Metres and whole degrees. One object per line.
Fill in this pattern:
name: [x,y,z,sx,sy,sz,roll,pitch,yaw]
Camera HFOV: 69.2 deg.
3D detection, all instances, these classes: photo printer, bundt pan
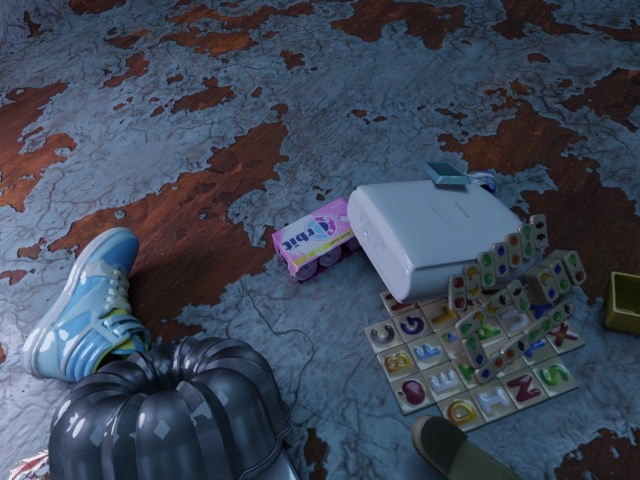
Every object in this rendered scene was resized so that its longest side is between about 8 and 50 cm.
photo printer: [0.236,-0.013,0.871,0.307,0.107,0.256,-6,42,-20]
bundt pan: [-0.209,0.231,0.648,0.331,0.124,0.331,-8,9,1]

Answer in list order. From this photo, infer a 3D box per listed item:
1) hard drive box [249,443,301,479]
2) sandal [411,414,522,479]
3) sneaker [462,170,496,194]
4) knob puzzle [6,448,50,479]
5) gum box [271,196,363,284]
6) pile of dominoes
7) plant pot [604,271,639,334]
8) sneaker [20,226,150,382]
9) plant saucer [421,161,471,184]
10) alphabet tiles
hard drive box: [-0.092,0.403,0.636,0.181,0.089,0.232,-27,52,-14]
sandal: [0.208,0.336,0.654,0.240,0.079,0.088,47,65,-2]
sneaker: [0.323,-0.119,1.025,0.135,0.052,0.058,-7,55,2]
knob puzzle: [-0.425,0.404,0.718,0.213,0.030,0.213,-4,51,5]
gum box: [0.000,0.000,0.964,0.188,0.062,0.107,-29,54,-16]
pile of dominoes: [0.328,0.092,0.762,0.251,0.196,0.040,-31,12,-18]
plant pot: [0.525,0.115,0.788,0.081,0.083,0.081,11,54,16]
sneaker: [-0.381,0.128,0.877,0.208,0.127,0.319,11,63,18]
plant saucer: [0.257,-0.143,0.963,0.067,0.018,0.192,1,19,3]
alphabet tiles: [0.267,0.170,0.825,0.342,0.011,0.285,-18,52,-7]
